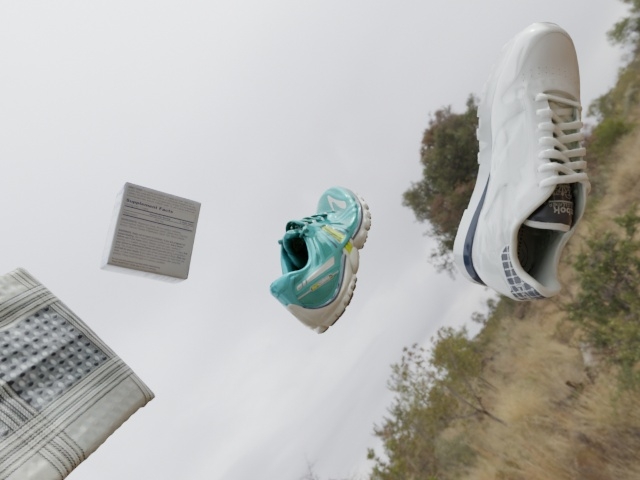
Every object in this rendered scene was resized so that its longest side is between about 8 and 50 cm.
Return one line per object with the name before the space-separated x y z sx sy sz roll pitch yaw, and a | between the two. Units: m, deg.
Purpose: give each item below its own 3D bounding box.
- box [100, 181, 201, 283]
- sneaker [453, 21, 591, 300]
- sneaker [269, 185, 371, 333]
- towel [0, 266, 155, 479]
box | -0.278 -0.009 0.802 0.126 0.072 0.137 16 -109 -29
sneaker | 0.184 -0.066 0.406 0.095 0.090 0.234 -155 71 -78
sneaker | 0.000 0.000 0.694 0.107 0.110 0.275 -43 21 35
towel | -0.420 0.184 0.636 0.056 0.312 0.324 -48 -3 25
